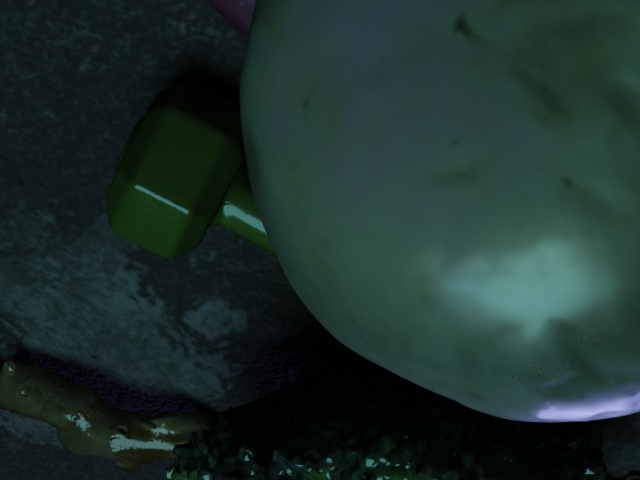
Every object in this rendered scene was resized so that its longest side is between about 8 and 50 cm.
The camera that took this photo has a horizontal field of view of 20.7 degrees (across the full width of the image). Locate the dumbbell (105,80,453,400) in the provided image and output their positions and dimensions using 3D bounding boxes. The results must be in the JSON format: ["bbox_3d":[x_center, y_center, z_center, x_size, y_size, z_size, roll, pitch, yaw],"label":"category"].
[{"bbox_3d":[0.000,0.000,1.225,0.302,0.121,0.108,27,112,-5],"label":"dumbbell"}]

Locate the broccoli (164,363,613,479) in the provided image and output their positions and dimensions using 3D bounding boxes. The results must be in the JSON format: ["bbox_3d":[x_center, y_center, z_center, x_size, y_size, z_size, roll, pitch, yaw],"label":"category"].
[{"bbox_3d":[0.055,0.219,1.304,0.338,0.277,0.317,-35,78,18],"label":"broccoli"}]

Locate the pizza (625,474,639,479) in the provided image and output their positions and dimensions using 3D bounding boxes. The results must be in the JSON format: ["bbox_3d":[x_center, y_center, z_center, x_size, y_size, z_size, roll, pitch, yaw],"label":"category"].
[{"bbox_3d":[0.234,0.258,1.442,0.246,0.058,0.127,-19,125,37],"label":"pizza"}]

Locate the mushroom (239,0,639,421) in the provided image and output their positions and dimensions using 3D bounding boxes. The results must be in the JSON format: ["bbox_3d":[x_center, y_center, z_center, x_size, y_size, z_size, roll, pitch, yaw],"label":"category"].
[{"bbox_3d":[0.151,-0.073,0.913,0.353,0.353,0.325,45,152,-24],"label":"mushroom"}]

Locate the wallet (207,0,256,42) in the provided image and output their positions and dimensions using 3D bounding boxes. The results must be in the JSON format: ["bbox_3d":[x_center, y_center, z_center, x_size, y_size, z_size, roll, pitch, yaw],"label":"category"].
[{"bbox_3d":[-0.070,-0.210,1.086,0.119,0.025,0.232,-23,122,41],"label":"wallet"}]

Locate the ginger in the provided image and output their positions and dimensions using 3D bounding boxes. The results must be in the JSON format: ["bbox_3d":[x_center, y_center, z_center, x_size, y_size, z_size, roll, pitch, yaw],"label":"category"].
[{"bbox_3d":[-0.169,0.172,1.535,0.288,0.075,0.089,21,129,10],"label":"ginger"}]
